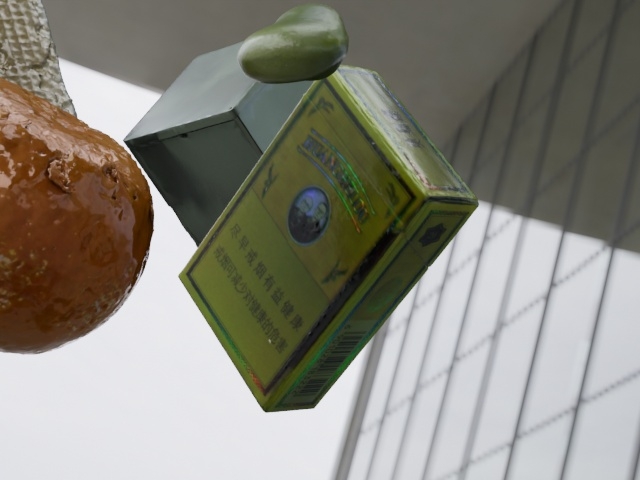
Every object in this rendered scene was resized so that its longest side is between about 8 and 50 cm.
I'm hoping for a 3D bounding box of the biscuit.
[{"bbox_3d":[-0.312,-0.118,1.615,0.144,0.426,0.078,-9,-32,-22],"label":"biscuit"}]

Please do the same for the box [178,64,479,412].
[{"bbox_3d":[0.000,0.000,1.168,0.064,0.141,0.220,4,-47,-47],"label":"box"}]

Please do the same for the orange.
[{"bbox_3d":[-0.201,-0.013,1.002,0.193,0.161,0.193,31,0,0],"label":"orange"}]

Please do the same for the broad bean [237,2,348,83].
[{"bbox_3d":[-0.013,-0.111,0.932,0.063,0.045,0.083,-3,14,19],"label":"broad bean"}]

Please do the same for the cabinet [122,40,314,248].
[{"bbox_3d":[-0.046,-0.069,1.530,0.145,0.150,0.206,-12,-59,40],"label":"cabinet"}]
